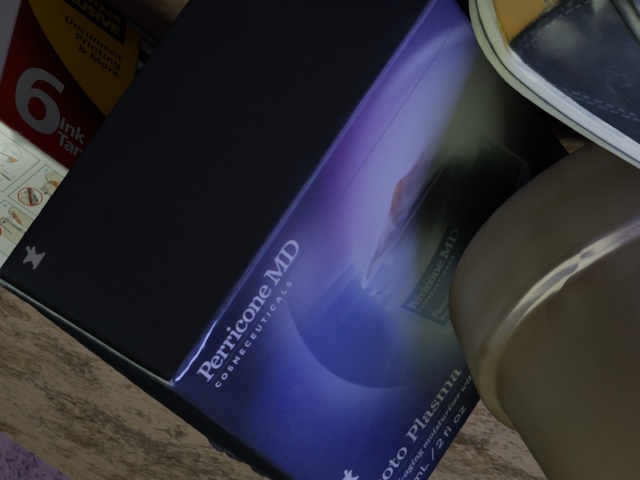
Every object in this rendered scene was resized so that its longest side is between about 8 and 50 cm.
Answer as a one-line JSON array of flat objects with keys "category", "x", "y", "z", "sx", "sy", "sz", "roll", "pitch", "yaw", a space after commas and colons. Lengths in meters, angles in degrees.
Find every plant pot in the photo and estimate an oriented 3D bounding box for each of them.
[{"category": "plant pot", "x": 0.269, "y": 0.112, "z": 1.171, "sx": 0.323, "sy": 0.280, "sz": 0.323, "roll": -12, "pitch": 147, "yaw": -8}]

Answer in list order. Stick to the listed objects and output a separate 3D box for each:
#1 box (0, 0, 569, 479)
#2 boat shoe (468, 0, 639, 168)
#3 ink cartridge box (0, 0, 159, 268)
[{"category": "box", "x": 0.000, "y": 0.000, "z": 1.284, "sx": 0.183, "sy": 0.296, "sz": 0.294, "roll": 27, "pitch": 169, "yaw": 39}, {"category": "boat shoe", "x": 0.317, "y": -0.059, "z": 1.017, "sx": 0.500, "sy": 0.186, "sz": 0.156, "roll": 27, "pitch": 155, "yaw": -14}, {"category": "ink cartridge box", "x": -0.153, "y": -0.068, "z": 1.528, "sx": 0.309, "sy": 0.271, "sz": 0.130, "roll": 36, "pitch": 125, "yaw": -28}]
